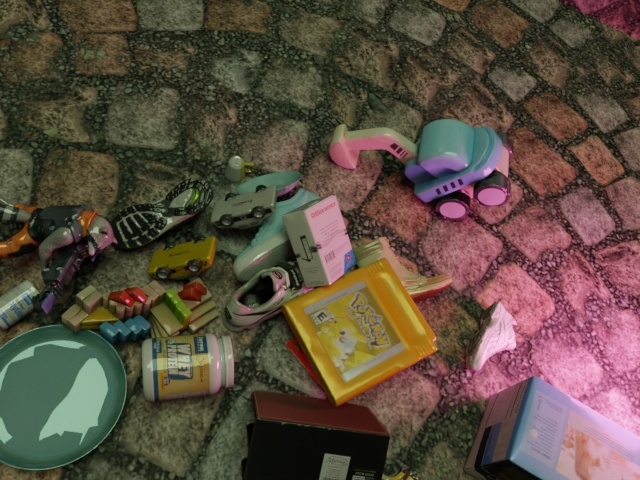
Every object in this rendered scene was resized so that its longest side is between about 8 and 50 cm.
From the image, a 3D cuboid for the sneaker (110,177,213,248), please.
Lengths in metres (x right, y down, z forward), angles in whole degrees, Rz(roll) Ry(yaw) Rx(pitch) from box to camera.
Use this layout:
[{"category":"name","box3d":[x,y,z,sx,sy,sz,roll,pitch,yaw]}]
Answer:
[{"category":"sneaker","box3d":[-0.419,-0.061,1.475,0.299,0.121,0.111,-25,84,-6]}]

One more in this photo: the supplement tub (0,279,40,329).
[{"category":"supplement tub","box3d":[-0.716,0.151,1.292,0.071,0.071,0.107,42,61,10]}]

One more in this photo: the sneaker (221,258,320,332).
[{"category":"sneaker","box3d":[-0.099,0.118,1.437,0.330,0.146,0.122,-32,72,-29]}]

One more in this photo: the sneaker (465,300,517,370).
[{"category":"sneaker","box3d":[0.490,0.281,1.538,0.115,0.090,0.232,37,60,3]}]

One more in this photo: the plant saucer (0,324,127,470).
[{"category":"plant saucer","box3d":[-0.600,0.346,1.232,0.317,0.044,0.318,7,60,-12]}]

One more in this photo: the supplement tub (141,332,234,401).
[{"category":"supplement tub","box3d":[-0.309,0.291,1.280,0.199,0.144,0.145,-3,63,-17]}]

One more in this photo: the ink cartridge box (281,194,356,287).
[{"category":"ink cartridge box","box3d":[0.000,0.000,1.443,0.148,0.085,0.203,-32,107,-50]}]

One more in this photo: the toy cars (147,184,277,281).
[{"category":"toy cars","box3d":[-0.268,-0.008,1.450,0.393,0.087,0.176,-41,43,-13]}]

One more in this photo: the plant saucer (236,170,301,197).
[{"category":"plant saucer","box3d":[-0.145,-0.151,1.588,0.194,0.038,0.195,-12,23,5]}]

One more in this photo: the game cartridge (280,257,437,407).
[{"category":"game cartridge","box3d":[0.104,0.220,1.398,0.323,0.053,0.286,-24,69,-21]}]

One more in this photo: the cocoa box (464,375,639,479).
[{"category":"cocoa box","box3d":[0.579,0.534,1.336,0.346,0.228,0.232,30,58,3]}]

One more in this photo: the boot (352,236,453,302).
[{"category":"boot","box3d":[0.231,0.080,1.576,0.261,0.095,0.204,-14,66,-14]}]

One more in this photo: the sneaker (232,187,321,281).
[{"category":"sneaker","box3d":[-0.130,-0.024,1.527,0.150,0.135,0.366,39,51,18]}]

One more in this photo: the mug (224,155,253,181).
[{"category":"mug","box3d":[-0.244,-0.220,1.631,0.078,0.064,0.062,-34,74,-29]}]

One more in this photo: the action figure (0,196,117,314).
[{"category":"action figure","box3d":[-0.655,-0.001,1.293,0.329,0.179,0.342,0,40,-5]}]

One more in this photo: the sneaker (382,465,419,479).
[{"category":"sneaker","box3d":[0.219,0.581,1.307,0.185,0.070,0.084,7,64,-13]}]

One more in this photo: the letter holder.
[{"category":"letter holder","box3d":[-0.023,0.463,1.277,0.301,0.214,0.152,11,91,-10]}]

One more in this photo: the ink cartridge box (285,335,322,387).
[{"category":"ink cartridge box","box3d":[0.057,0.264,1.449,0.232,0.066,0.189,-34,75,-33]}]

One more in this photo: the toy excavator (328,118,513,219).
[{"category":"toy excavator","box3d":[0.308,-0.265,1.692,0.445,0.432,0.223,35,54,-27]}]

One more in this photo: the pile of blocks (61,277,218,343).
[{"category":"pile of blocks","box3d":[-0.417,0.166,1.311,0.361,0.113,0.149,-6,57,-26]}]
